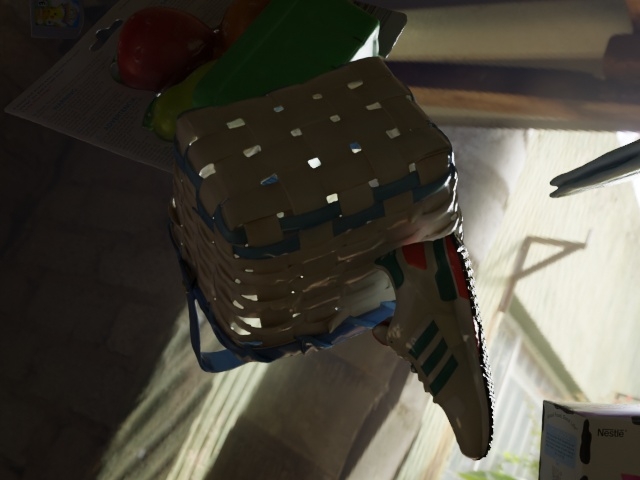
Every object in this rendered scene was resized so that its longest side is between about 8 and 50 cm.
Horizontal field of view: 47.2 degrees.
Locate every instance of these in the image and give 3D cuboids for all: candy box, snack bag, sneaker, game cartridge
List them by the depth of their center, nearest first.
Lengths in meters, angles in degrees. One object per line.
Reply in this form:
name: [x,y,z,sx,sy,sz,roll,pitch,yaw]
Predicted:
sneaker: [0.080,0.078,0.526,0.075,0.161,0.057,-10,3,15]
candy box: [0.258,0.230,0.572,0.165,0.196,0.070,4,-3,-9]
game cartridge: [-0.283,-0.249,0.787,0.056,0.017,0.083,-7,-27,-22]
snack bag: [0.462,-0.124,0.794,0.342,0.037,0.323,-17,-5,-8]

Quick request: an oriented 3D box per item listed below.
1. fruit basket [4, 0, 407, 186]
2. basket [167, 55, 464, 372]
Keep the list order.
fruit basket: [-0.122,-0.193,0.843,0.353,0.327,0.165,17,-34,23]
basket: [0.000,0.000,0.637,0.289,0.254,0.201,89,-25,-49]
